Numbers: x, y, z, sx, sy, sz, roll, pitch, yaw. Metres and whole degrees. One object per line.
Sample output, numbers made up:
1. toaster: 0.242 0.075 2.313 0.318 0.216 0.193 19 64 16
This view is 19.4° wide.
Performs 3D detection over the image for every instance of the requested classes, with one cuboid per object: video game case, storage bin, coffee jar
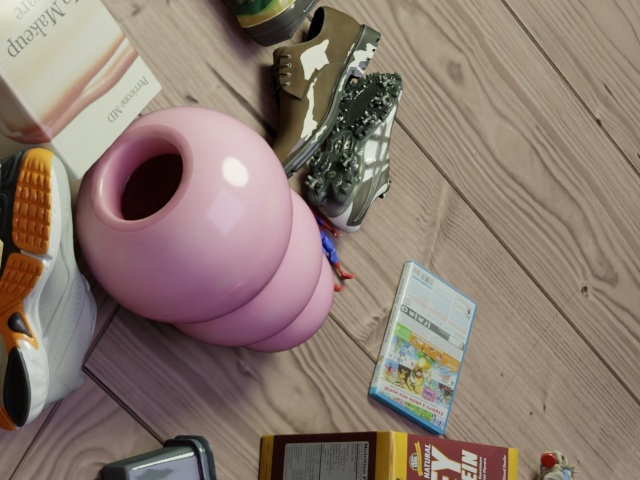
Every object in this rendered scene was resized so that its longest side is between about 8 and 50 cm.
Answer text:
1. video game case: 0.118 0.122 2.135 0.119 0.015 0.166 34 62 -36
2. storage bin: -0.152 0.263 1.813 0.091 0.098 0.135 -8 90 -33
3. coffee jar: -0.075 -0.298 1.964 0.184 0.079 0.096 55 45 -23

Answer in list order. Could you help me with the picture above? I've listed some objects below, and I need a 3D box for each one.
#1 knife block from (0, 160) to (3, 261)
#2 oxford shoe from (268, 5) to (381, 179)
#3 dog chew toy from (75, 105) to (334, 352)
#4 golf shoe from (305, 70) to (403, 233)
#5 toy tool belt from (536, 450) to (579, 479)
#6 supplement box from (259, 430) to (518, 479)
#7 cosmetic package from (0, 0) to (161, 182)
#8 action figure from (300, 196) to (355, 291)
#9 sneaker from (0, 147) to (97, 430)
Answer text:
1. knife block: -0.321 0.033 1.575 0.088 0.242 0.275 -35 108 -40
2. oxford shoe: -0.025 -0.155 2.007 0.096 0.083 0.227 33 61 -14
3. dog chew toy: -0.093 0.008 1.824 0.332 0.207 0.206 43 55 -55
4. golf shoe: 0.044 -0.098 2.068 0.198 0.077 0.094 -63 144 -28
5. toy tool belt: 0.284 0.283 2.254 0.051 0.052 0.083 -62 134 -68
6. supplement box: 0.069 0.272 1.944 0.191 0.194 0.129 13 76 -42
7. cosmetic package: -0.300 -0.201 1.704 0.296 0.129 0.153 54 50 -25
8. action figure: 0.000 0.000 2.032 0.038 0.030 0.115 -44 112 -32
9. sneaker: -0.256 0.036 1.718 0.121 0.099 0.262 -23 127 -56
